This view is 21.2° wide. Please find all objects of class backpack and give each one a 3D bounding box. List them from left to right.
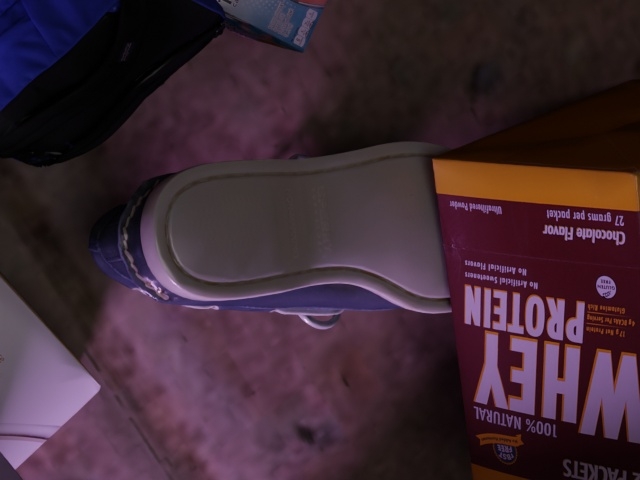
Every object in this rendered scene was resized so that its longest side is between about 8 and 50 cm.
[{"bbox_3d":[-0.123,-0.099,0.815,0.120,0.101,0.098,-45,155,14],"label":"backpack"}]

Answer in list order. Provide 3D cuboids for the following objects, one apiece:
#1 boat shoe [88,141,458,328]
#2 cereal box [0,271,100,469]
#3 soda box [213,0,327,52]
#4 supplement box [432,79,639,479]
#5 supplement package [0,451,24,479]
[{"bbox_3d":[0.000,0.000,0.899,0.254,0.079,0.095,-7,91,-38],"label":"boat shoe"},{"bbox_3d":[-0.250,0.091,0.829,0.240,0.047,0.173,-44,116,-9],"label":"cereal box"},{"bbox_3d":[-0.006,-0.190,0.868,0.058,0.063,0.183,23,91,-27],"label":"soda box"},{"bbox_3d":[0.178,0.029,0.925,0.191,0.129,0.194,-22,111,-42],"label":"supplement box"},{"bbox_3d":[-0.182,0.150,0.746,0.105,0.179,0.105,21,94,-30],"label":"supplement package"}]
